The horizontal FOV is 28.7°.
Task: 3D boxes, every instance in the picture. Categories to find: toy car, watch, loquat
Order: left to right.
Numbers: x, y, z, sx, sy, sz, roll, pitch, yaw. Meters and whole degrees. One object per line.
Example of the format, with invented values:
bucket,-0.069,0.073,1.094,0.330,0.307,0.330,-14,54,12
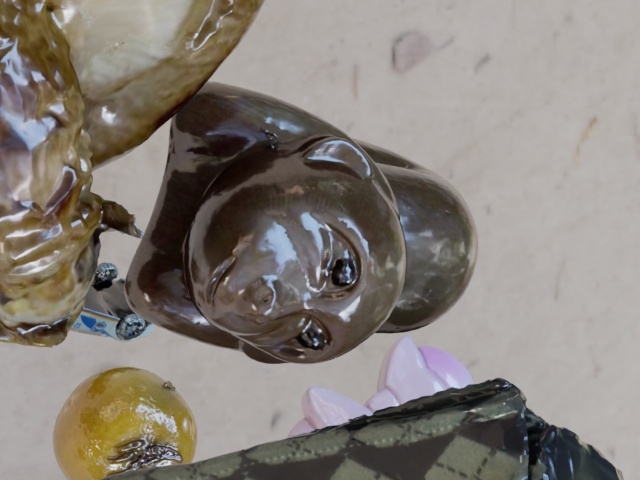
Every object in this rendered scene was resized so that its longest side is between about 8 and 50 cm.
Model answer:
toy car,-0.253,0.057,1.281,0.056,0.095,0.205,-49,140,15
loquat,-0.191,0.191,1.234,0.141,0.141,0.141,-6,98,-48
watch,0.084,0.257,1.263,0.210,0.248,0.217,-26,158,-11

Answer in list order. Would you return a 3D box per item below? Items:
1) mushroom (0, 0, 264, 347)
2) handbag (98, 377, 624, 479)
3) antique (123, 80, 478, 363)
mushroom,-0.155,-0.100,0.468,0.297,0.163,0.278,-22,118,-18
handbag,0.008,0.294,0.533,0.180,0.316,0.416,39,43,-41
antique,0.000,0.000,0.642,0.257,0.143,0.121,4,104,-75
